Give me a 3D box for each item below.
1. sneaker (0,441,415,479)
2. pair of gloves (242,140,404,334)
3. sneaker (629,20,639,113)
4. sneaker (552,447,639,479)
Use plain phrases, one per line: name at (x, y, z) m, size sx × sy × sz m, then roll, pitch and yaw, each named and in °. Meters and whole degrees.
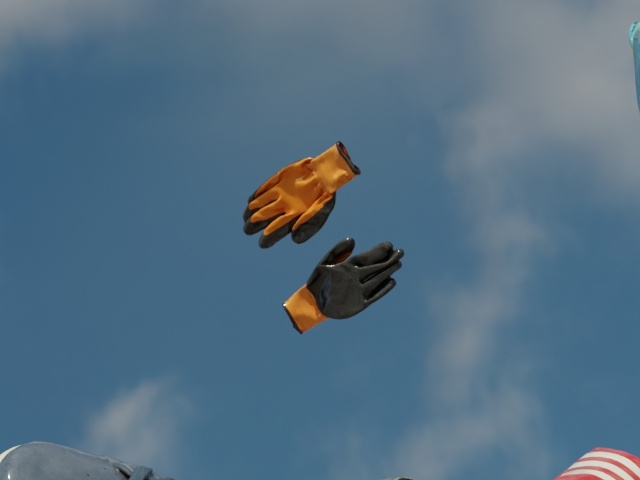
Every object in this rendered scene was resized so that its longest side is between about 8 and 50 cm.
sneaker at (-0.026, 0.181, 1.131) m, size 0.350 × 0.131 × 0.148 m, roll 25°, pitch -58°, yaw -1°
pair of gloves at (0.000, 0.000, 0.961) m, size 0.074 × 0.083 × 0.010 m, roll -32°, pitch -8°, yaw 25°
sneaker at (0.338, -0.180, 1.394) m, size 0.127 × 0.208 × 0.319 m, roll 15°, pitch -75°, yaw -47°
sneaker at (0.096, 0.180, 0.962) m, size 0.128 × 0.087 × 0.221 m, roll -19°, pitch -15°, yaw -44°
